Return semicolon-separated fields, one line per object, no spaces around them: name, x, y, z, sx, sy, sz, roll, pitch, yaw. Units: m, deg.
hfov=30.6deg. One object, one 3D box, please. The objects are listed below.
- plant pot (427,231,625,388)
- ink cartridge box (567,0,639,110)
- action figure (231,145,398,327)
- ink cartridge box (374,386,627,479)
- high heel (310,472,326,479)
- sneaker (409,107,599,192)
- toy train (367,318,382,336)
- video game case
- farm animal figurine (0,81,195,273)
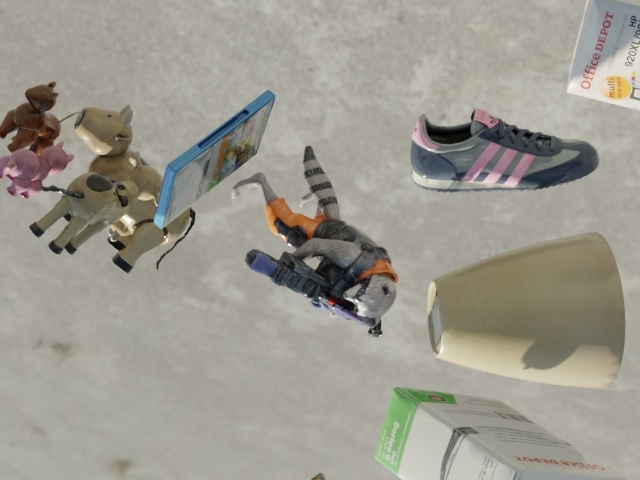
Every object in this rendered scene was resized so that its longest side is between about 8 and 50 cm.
plant pot;0.318;0.122;1.897;0.273;0.257;0.256;-3;153;-6
ink cartridge box;0.471;-0.283;1.574;0.232;0.168;0.171;15;139;8
action figure;0.000;0.000;1.871;0.330;0.178;0.341;48;-169;31
ink cartridge box;0.244;0.318;1.633;0.211;0.122;0.289;12;-171;-32
high heel;-0.077;0.454;2.048;0.093;0.186;0.261;-21;134;34
sneaker;0.307;-0.159;1.969;0.318;0.112;0.131;-4;120;9
toy train;0.089;0.110;2.039;0.027;0.158;0.036;1;123;-6
video game case;-0.121;-0.093;1.337;0.015;0.166;0.119;41;147;11
farm animal figurine;-0.290;-0.088;1.620;0.172;0.330;0.327;-42;135;6
